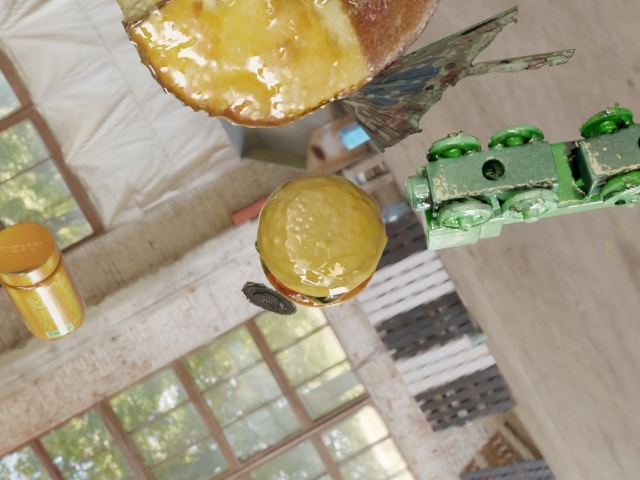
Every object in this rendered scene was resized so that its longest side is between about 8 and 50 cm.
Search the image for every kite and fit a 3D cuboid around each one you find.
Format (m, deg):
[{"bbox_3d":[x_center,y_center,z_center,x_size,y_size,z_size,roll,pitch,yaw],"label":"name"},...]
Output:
[{"bbox_3d":[0.154,-0.212,1.147,0.369,0.406,0.014,0,126,40],"label":"kite"}]

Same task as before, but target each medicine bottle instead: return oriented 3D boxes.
[{"bbox_3d":[-0.416,0.065,1.304,0.096,0.096,0.192,59,165,31],"label":"medicine bottle"}]

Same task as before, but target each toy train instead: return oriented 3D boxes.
[{"bbox_3d":[0.192,-0.050,0.697,0.119,0.251,0.085,70,-169,-72],"label":"toy train"}]

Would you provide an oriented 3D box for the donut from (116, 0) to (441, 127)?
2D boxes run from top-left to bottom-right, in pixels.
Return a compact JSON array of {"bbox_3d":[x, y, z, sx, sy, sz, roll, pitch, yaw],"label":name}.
[{"bbox_3d":[-0.018,-0.157,0.524,0.085,0.217,0.141,48,165,40],"label":"donut"}]

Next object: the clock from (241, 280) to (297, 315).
[{"bbox_3d":[-0.071,0.082,1.215,0.083,0.010,0.074,25,150,-4],"label":"clock"}]

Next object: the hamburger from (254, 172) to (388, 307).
[{"bbox_3d":[0.000,0.000,1.051,0.162,0.162,0.115,60,167,17],"label":"hamburger"}]
